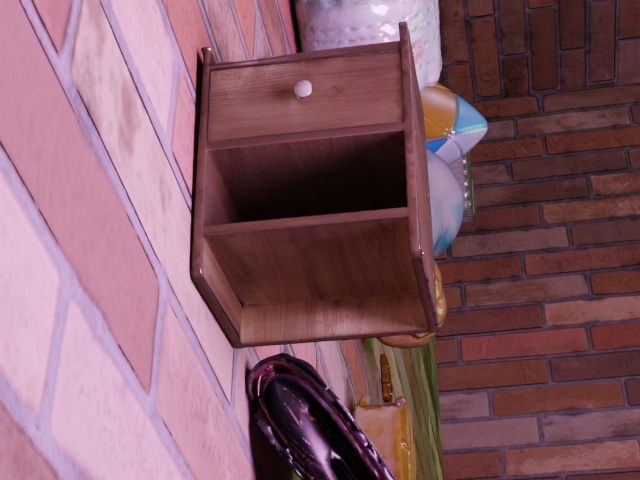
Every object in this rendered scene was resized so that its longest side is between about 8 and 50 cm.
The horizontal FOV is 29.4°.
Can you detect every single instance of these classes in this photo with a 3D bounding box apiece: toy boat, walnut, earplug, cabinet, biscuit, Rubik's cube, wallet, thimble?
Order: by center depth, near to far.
[{"bbox_3d":[-0.002,-0.046,0.988,0.148,0.175,0.215,70,17,-60],"label":"cabinet"},{"bbox_3d":[0.040,0.228,1.108,0.262,0.071,0.221,49,-6,18],"label":"wallet"},{"bbox_3d":[0.056,-0.268,1.569,0.211,0.185,0.149,33,-44,57],"label":"thimble"},{"bbox_3d":[0.079,-0.007,1.588,0.324,0.185,0.185,-53,137,-70],"label":"earplug"},{"bbox_3d":[0.084,0.336,1.602,0.115,0.089,0.310,77,10,-55],"label":"toy boat"},{"bbox_3d":[0.123,0.088,1.896,0.166,0.149,0.166,180,-90,-65],"label":"walnut"},{"bbox_3d":[0.087,-0.169,1.903,0.254,0.255,0.254,-6,90,-82],"label":"Rubik's cube"},{"bbox_3d":[0.119,0.246,2.166,0.082,0.016,0.092,2,84,-81],"label":"biscuit"}]

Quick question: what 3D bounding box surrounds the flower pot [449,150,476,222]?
[{"bbox_3d":[0.213,-0.140,2.484,0.239,0.190,0.209,55,31,-74],"label":"flower pot"}]
